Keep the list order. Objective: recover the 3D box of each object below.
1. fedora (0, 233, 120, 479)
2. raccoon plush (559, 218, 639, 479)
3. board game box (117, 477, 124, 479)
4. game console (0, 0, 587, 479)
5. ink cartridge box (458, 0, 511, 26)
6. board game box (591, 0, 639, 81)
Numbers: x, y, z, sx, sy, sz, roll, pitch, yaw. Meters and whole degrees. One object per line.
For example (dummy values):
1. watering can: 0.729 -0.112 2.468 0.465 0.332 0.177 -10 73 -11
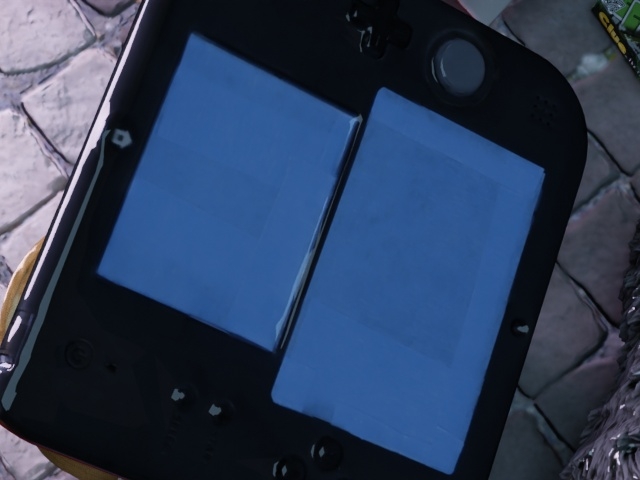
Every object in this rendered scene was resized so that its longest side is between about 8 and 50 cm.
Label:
1. fedora: -0.145 0.077 1.055 0.194 0.079 0.194 2 85 -30
2. raccoon plush: 0.189 0.117 0.977 0.446 0.216 0.299 -15 74 -29
3. board game box: -0.034 0.151 1.036 0.193 0.053 0.305 22 76 -25
4. game console: 0.000 0.000 1.003 0.342 0.060 0.387 27 73 -25
5. ink cartridge box: 0.080 -0.402 1.201 0.385 0.091 0.308 44 78 -11
6. board game box: 0.357 -0.191 1.184 0.259 0.030 0.136 -31 84 -9
